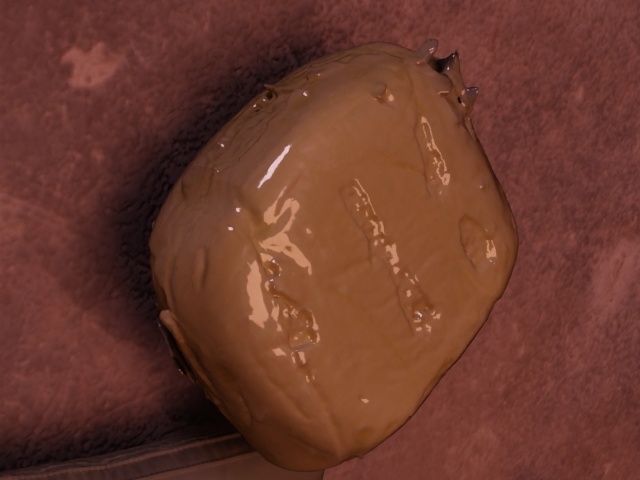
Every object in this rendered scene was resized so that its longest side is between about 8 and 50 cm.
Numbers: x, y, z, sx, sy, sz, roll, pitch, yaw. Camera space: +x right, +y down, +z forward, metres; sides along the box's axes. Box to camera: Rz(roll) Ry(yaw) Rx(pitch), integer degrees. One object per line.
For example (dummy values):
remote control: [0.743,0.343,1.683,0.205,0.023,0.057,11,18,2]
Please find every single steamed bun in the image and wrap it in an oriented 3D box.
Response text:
steamed bun: [0.000,0.000,0.948,0.273,0.166,0.232,-51,121,-21]

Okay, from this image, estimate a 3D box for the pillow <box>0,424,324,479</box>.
pillow: [-0.140,0.253,0.953,0.322,0.119,0.255,-7,113,-43]
